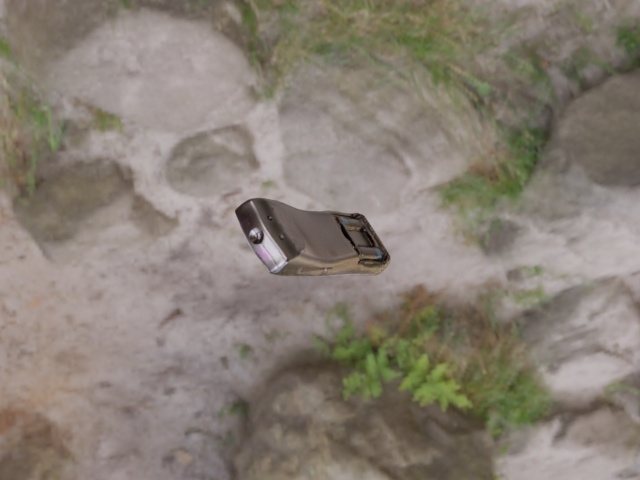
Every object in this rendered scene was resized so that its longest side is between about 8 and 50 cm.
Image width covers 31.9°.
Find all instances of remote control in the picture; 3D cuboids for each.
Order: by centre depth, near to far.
[{"bbox_3d":[0.000,0.000,0.826,0.028,0.059,0.212,-33,167,18],"label":"remote control"}]
